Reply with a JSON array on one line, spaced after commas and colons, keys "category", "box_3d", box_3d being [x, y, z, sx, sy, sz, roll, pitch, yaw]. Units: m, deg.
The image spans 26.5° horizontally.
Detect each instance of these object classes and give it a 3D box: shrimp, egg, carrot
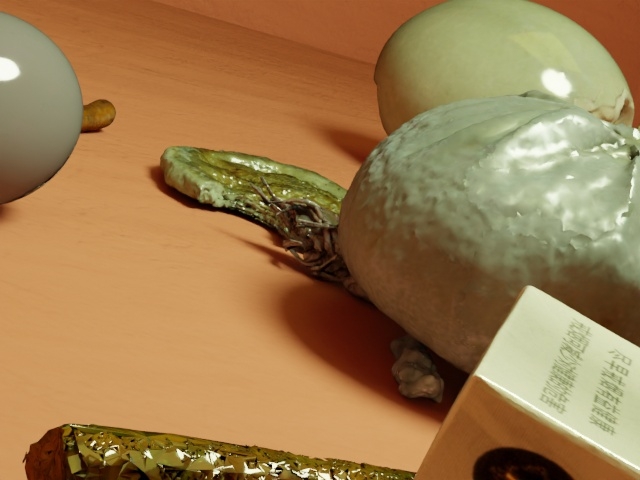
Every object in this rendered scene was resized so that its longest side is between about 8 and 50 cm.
[{"category": "shrimp", "box_3d": [0.000, 0.000, 1.171, 0.165, 0.057, 0.065, 30, 26, 11]}, {"category": "egg", "box_3d": [0.225, -0.184, 1.781, 0.336, 0.278, 0.278, 36, 19, 32]}, {"category": "carrot", "box_3d": [-0.240, -0.126, 1.396, 0.032, 0.032, 0.093, 23, 18, 14]}, {"category": "egg", "box_3d": [-0.259, -0.095, 0.976, 0.146, 0.146, 0.198, 29, 22, 33]}, {"category": "carrot", "box_3d": [-0.020, 0.126, 0.616, 0.228, 0.069, 0.069, 14, 14, -19]}]

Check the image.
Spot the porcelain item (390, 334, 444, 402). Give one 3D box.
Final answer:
[{"category": "porcelain item", "box_3d": [0.068, 0.092, 0.966, 0.036, 0.028, 0.083, 20, 14, -12]}]

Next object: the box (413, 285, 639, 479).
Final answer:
[{"category": "box", "box_3d": [0.182, 0.130, 0.648, 0.256, 0.069, 0.164, 30, 20, 9]}]

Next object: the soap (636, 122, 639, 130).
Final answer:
[{"category": "soap", "box_3d": [0.341, -0.023, 1.404, 0.076, 0.233, 0.135, 32, 17, 28]}]

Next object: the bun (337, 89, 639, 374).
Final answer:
[{"category": "bun", "box_3d": [0.186, 0.006, 1.050, 0.362, 0.211, 0.362, 24, 16, -7]}]

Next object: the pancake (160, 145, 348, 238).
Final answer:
[{"category": "pancake", "box_3d": [-0.042, -0.044, 1.343, 0.253, 0.037, 0.253, 19, 13, -5]}]
